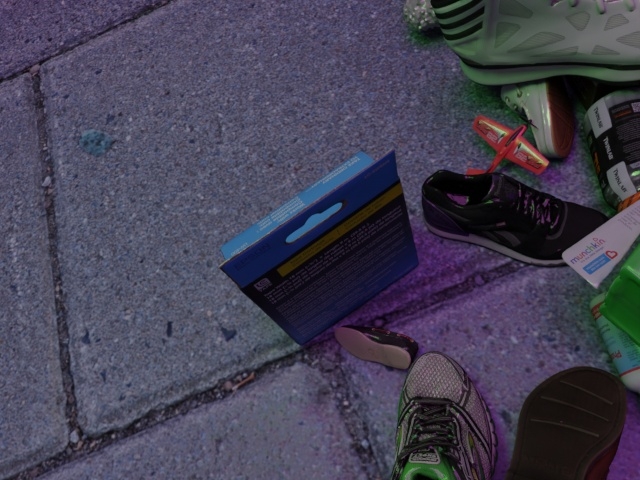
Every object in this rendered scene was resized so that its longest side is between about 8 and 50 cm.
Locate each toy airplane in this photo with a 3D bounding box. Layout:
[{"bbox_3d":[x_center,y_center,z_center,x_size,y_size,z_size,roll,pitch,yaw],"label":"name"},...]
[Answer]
[{"bbox_3d":[0.300,-0.137,0.890,0.151,0.028,0.151,-6,79,32],"label":"toy airplane"}]

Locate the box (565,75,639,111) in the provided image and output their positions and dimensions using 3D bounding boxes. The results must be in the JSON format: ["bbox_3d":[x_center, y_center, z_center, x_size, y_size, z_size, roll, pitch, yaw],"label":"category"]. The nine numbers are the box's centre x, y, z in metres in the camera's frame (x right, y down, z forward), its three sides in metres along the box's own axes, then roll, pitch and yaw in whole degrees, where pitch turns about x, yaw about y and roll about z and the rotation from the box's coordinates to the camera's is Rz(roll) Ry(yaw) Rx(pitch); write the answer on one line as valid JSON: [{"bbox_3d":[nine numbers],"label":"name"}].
[{"bbox_3d":[0.601,-0.375,0.887,0.381,0.143,0.191,-16,62,5],"label":"box"}]

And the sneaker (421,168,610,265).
[{"bbox_3d":[0.290,-0.041,0.811,0.283,0.124,0.107,9,68,19],"label":"sneaker"}]

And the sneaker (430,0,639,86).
[{"bbox_3d":[0.355,-0.334,0.718,0.447,0.257,0.169,1,77,38],"label":"sneaker"}]

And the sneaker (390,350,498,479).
[{"bbox_3d":[0.151,0.270,0.650,0.134,0.146,0.344,-9,37,14],"label":"sneaker"}]

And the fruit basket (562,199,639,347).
[{"bbox_3d":[0.522,0.039,0.611,0.353,0.165,0.327,-28,54,-18],"label":"fruit basket"}]

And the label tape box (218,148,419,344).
[{"bbox_3d":[0.000,0.000,0.751,0.240,0.334,0.106,-34,60,-3],"label":"label tape box"}]

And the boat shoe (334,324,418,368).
[{"bbox_3d":[0.084,0.157,0.820,0.133,0.049,0.042,12,31,31],"label":"boat shoe"}]

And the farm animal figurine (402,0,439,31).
[{"bbox_3d":[0.272,-0.559,0.924,0.326,0.172,0.331,6,100,43],"label":"farm animal figurine"}]

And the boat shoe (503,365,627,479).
[{"bbox_3d":[0.284,0.279,0.648,0.110,0.105,0.307,13,38,40],"label":"boat shoe"}]

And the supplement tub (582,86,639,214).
[{"bbox_3d":[0.475,-0.123,0.806,0.116,0.117,0.191,-7,62,12],"label":"supplement tub"}]

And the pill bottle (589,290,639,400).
[{"bbox_3d":[0.426,0.142,0.704,0.087,0.087,0.160,-15,61,8],"label":"pill bottle"}]

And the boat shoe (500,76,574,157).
[{"bbox_3d":[0.363,-0.260,0.928,0.096,0.098,0.277,-19,66,41],"label":"boat shoe"}]
